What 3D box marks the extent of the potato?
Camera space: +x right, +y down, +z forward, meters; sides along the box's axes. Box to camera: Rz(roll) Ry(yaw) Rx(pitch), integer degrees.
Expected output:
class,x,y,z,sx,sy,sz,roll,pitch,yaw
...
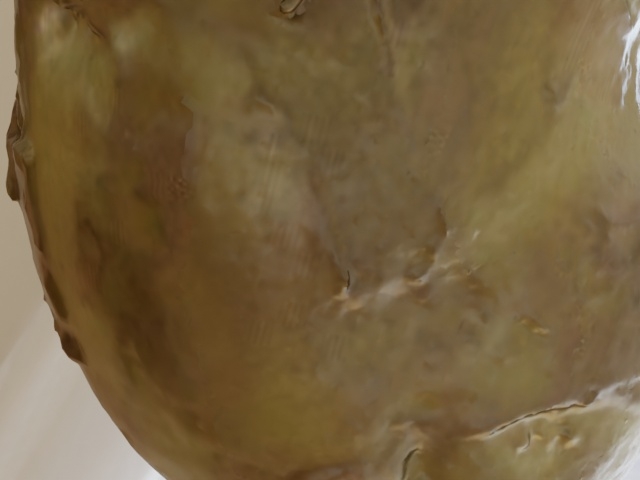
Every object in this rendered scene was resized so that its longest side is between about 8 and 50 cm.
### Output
class,x,y,z,sx,sy,sz,roll,pitch,yaw
potato,0.000,0.000,0.513,0.289,0.237,0.301,14,-5,14
